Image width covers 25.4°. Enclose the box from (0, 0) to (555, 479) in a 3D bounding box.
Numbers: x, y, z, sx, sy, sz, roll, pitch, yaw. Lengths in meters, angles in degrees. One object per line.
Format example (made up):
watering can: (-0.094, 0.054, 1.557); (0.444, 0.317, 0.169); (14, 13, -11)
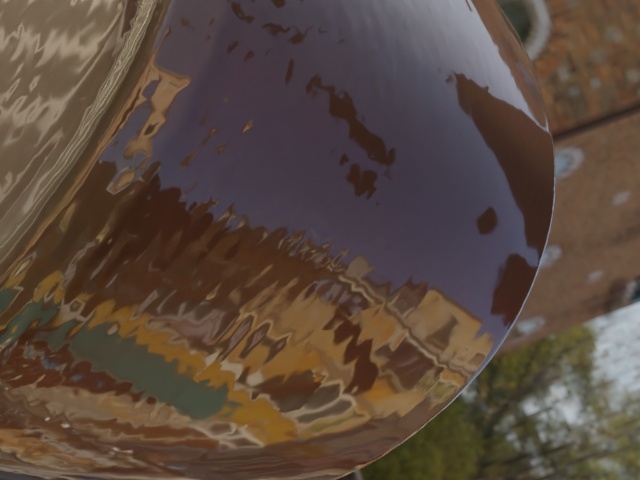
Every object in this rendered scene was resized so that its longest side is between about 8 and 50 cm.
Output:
box: (-0.062, -0.044, 0.545); (0.216, 0.301, 0.301); (27, 29, -37)
